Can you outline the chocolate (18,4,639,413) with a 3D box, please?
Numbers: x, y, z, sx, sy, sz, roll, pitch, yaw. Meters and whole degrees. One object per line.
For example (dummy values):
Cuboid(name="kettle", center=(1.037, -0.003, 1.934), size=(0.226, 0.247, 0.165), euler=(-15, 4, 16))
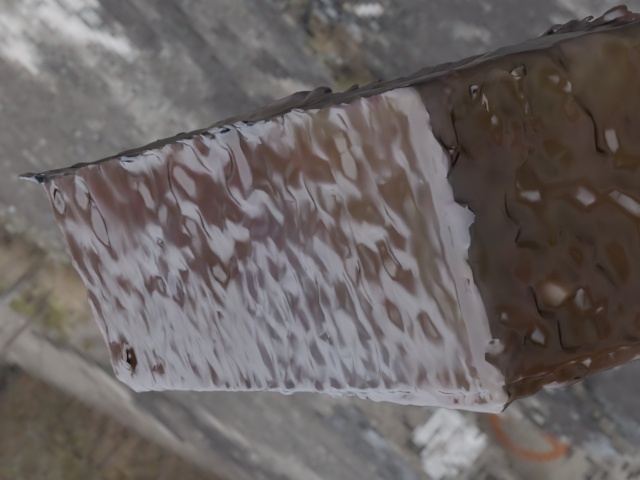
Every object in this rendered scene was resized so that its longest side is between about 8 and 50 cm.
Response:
Cuboid(name="chocolate", center=(0.000, 0.000, 0.599), size=(0.321, 0.112, 0.112), euler=(-6, 101, 60))
